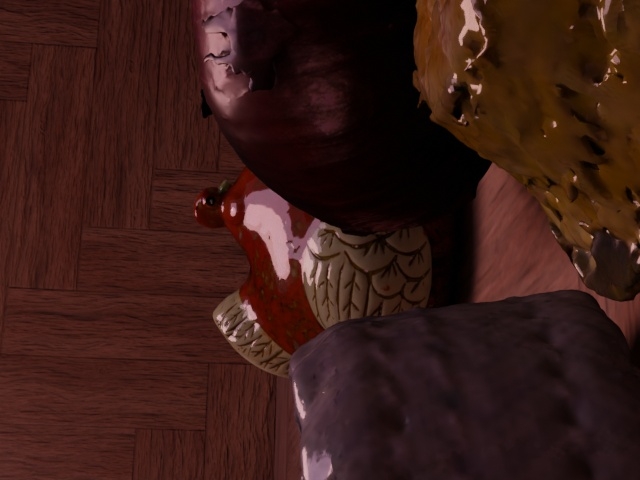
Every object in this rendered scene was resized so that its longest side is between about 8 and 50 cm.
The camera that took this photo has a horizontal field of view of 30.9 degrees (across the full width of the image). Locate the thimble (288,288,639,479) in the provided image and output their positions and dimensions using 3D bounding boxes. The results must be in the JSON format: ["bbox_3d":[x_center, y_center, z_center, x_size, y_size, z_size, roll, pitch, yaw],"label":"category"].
[{"bbox_3d":[0.069,0.150,0.532,0.217,0.157,0.245,85,178,-67],"label":"thimble"}]

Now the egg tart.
[{"bbox_3d":[0.114,-0.140,0.507,0.341,0.132,0.341,-178,90,-85],"label":"egg tart"}]

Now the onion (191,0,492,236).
[{"bbox_3d":[0.039,-0.155,0.734,0.314,0.232,0.314,18,-110,-61],"label":"onion"}]

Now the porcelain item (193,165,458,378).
[{"bbox_3d":[0.000,0.000,1.024,0.253,0.253,0.253,-177,90,-84],"label":"porcelain item"}]
